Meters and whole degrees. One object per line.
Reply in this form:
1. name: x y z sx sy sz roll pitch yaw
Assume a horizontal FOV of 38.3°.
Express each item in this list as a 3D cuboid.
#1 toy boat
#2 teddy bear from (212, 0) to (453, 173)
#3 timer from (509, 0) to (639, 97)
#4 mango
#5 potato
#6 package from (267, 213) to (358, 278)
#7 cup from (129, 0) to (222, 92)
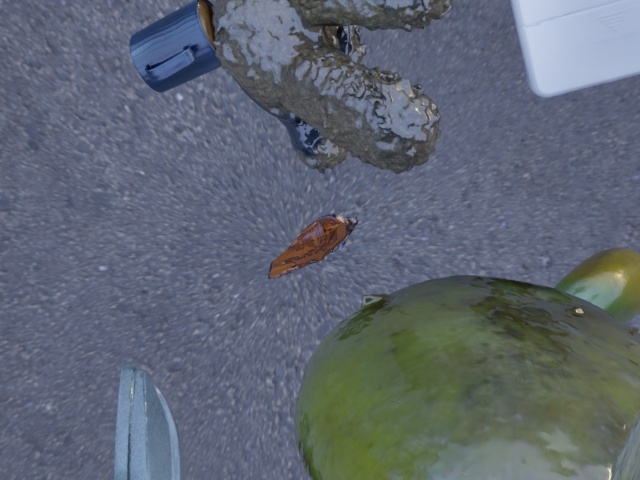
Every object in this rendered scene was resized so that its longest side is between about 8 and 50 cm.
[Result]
1. toy boat: -0.161 0.260 0.802 0.092 0.141 0.319 1 103 -4
2. teddy bear: -0.011 -0.138 0.618 0.129 0.251 0.182 8 97 -19
3. timer: 0.298 -0.300 1.001 0.192 0.195 0.194 -13 127 14
4. mango: 0.442 0.082 1.473 0.156 0.251 0.114 -44 63 32
5. potato: 0.116 0.107 0.529 0.269 0.255 0.112 5 103 3
6. package: -0.001 -0.001 0.789 0.077 0.111 0.033 -9 101 17
7. cup: -0.234 -0.316 1.496 0.138 0.150 0.113 -22 89 19
